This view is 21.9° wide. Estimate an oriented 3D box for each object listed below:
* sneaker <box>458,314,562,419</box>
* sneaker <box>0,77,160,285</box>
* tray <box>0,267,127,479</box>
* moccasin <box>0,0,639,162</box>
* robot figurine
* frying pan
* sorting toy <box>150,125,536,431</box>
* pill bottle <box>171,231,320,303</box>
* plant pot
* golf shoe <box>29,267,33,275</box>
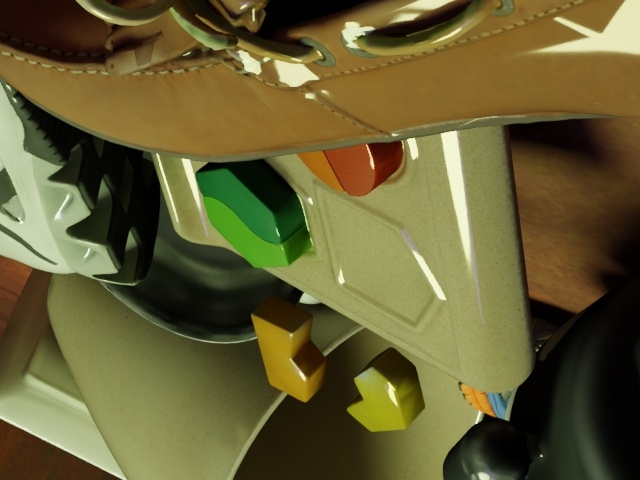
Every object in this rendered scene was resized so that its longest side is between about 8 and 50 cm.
[{"bbox_3d":[0.170,0.115,1.135,0.087,0.083,0.221,6,160,32],"label":"sneaker"},{"bbox_3d":[-0.182,-0.083,0.807,0.146,0.122,0.331,4,145,9],"label":"sneaker"},{"bbox_3d":[-0.171,0.071,1.323,0.145,0.270,0.030,29,122,-12],"label":"tray"},{"bbox_3d":[0.002,-0.101,0.550,0.380,0.139,0.147,10,158,44],"label":"moccasin"},{"bbox_3d":[0.192,0.098,0.866,0.209,0.174,0.278,29,165,2],"label":"robot figurine"},{"bbox_3d":[-0.050,-0.061,0.922,0.197,0.053,0.326,47,135,0],"label":"frying pan"},{"bbox_3d":[0.000,0.000,0.824,0.229,0.041,0.307,24,144,34],"label":"sorting toy"},{"bbox_3d":[-0.022,-0.005,1.033,0.137,0.078,0.078,15,162,33],"label":"pill bottle"},{"bbox_3d":[-0.064,0.088,1.172,0.274,0.256,0.256,36,174,36],"label":"plant pot"},{"bbox_3d":[-0.165,0.109,1.539,0.306,0.140,0.115,13,159,34],"label":"golf shoe"}]
